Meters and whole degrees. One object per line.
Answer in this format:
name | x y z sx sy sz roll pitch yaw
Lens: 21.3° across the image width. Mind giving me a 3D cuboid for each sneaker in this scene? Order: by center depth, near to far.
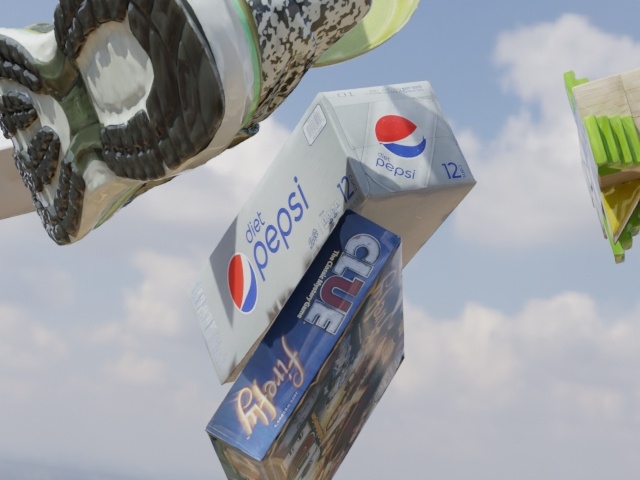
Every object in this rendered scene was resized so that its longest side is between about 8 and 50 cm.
sneaker | -0.094 -0.102 1.094 0.182 0.158 0.410 -21 6 -27

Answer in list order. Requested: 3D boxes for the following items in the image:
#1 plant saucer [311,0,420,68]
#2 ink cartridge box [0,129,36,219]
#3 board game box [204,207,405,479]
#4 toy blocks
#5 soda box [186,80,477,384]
plant saucer | -0.029 -0.233 1.519 0.241 0.241 0.037 8 -39 0
ink cartridge box | -0.248 -0.127 1.581 0.134 0.231 0.078 -12 -53 26
board game box | -0.003 0.099 1.123 0.042 0.165 0.243 29 -17 14
toy blocks | 0.403 -0.109 1.755 0.260 0.191 0.381 -16 -14 7
soda box | 0.000 0.000 1.271 0.098 0.091 0.286 -9 -26 -30
